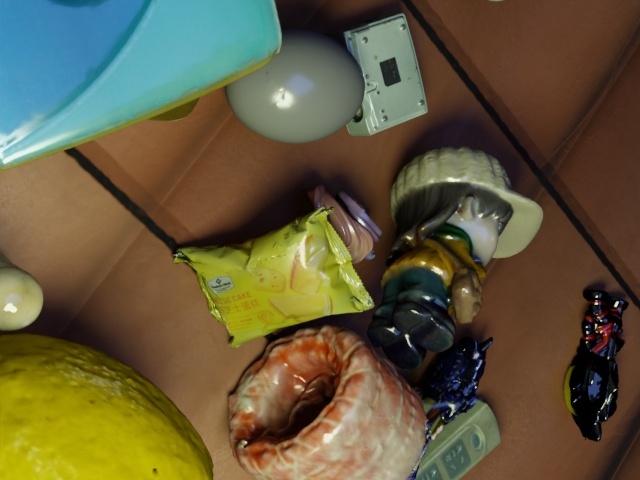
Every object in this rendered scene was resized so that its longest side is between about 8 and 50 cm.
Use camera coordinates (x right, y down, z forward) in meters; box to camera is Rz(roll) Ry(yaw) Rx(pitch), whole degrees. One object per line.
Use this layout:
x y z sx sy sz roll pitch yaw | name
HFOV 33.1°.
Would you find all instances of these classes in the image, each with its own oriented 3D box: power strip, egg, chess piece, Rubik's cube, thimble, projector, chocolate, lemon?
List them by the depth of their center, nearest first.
-0.281 -0.275 1.052 0.352 0.347 0.351 -27 108 -21 | Rubik's cube
-0.314 0.254 1.117 0.364 0.364 0.364 -4 97 -34 | lemon
-0.350 0.054 1.165 0.094 0.170 0.094 -3 95 -35 | chess piece
-0.029 -0.196 1.374 0.199 0.146 0.146 2 94 -42 | egg
0.004 0.231 1.394 0.162 0.239 0.239 45 70 -31 | thimble
0.081 -0.231 1.500 0.115 0.061 0.147 -24 107 -29 | projector
0.155 0.251 1.562 0.343 0.126 0.148 -40 139 -27 | chocolate
0.167 0.345 1.630 0.286 0.048 0.080 -35 112 -25 | power strip

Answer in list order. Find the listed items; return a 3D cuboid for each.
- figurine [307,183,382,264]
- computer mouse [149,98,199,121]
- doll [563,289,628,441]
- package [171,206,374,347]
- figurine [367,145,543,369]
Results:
0.006 -0.003 1.441 0.157 0.114 0.126 -43 102 -22 | figurine
-0.189 -0.246 1.321 0.102 0.045 0.198 2 95 -37 | computer mouse
0.461 0.210 1.802 0.127 0.088 0.248 9 80 -15 | doll
-0.057 0.048 1.366 0.168 0.226 0.090 62 18 -24 | package
0.154 0.002 1.459 0.204 0.185 0.332 50 46 -3 | figurine
